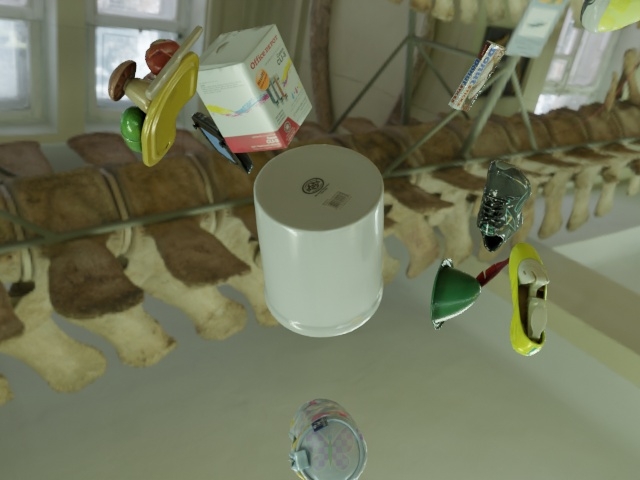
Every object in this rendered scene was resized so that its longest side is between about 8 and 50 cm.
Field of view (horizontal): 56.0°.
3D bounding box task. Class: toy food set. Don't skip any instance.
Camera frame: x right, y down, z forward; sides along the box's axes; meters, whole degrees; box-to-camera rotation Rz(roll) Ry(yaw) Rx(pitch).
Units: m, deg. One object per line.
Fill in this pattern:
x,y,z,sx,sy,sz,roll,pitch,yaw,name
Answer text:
-0.205,-0.178,0.721,0.071,0.218,0.128,28,-113,-5,toy food set

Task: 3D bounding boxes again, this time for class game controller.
-0.302,-0.299,1.837,0.067,0.167,0.319,-33,-147,-12,game controller

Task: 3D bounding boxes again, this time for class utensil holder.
0.000,0.000,1.516,0.327,0.386,0.328,-2,-133,2,utensil holder

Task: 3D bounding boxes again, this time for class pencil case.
0.006,0.349,1.053,0.124,0.114,0.273,-26,174,-6,pencil case

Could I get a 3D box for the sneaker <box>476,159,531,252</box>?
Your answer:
0.407,-0.071,1.353,0.101,0.267,0.106,28,-112,33,sneaker

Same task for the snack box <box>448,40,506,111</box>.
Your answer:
0.391,-0.408,1.506,0.064,0.178,0.022,2,-141,-38,snack box

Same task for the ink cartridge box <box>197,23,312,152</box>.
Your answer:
-0.121,-0.266,1.062,0.127,0.176,0.128,1,-133,32,ink cartridge box

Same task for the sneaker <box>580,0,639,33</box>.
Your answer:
0.578,-0.413,0.905,0.384,0.145,0.147,-28,-117,-1,sneaker

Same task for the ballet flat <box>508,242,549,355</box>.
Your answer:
0.410,0.106,1.164,0.077,0.231,0.077,9,161,-4,ballet flat

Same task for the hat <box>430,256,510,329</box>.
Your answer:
0.382,0.134,1.465,0.183,0.209,0.173,9,-158,27,hat
